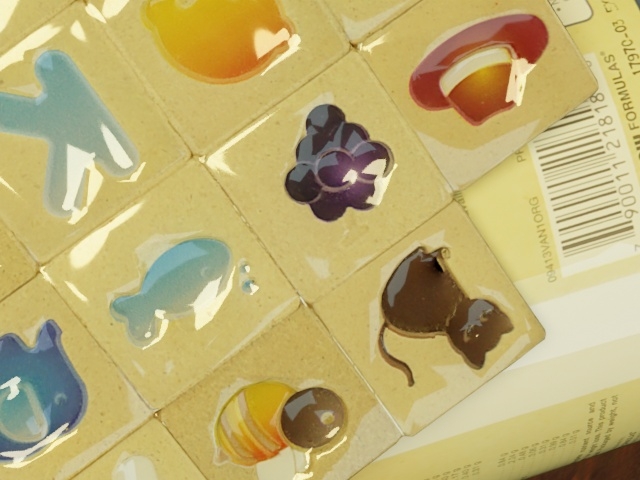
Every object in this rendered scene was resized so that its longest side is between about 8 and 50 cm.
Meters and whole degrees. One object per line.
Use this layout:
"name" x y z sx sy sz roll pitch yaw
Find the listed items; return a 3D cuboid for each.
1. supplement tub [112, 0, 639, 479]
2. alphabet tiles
"supplement tub" 0.000 0.000 0.554 0.316 0.228 0.228 -16 146 -8
"alphabet tiles" -0.091 -0.053 0.398 0.285 0.011 0.342 -37 106 -3
